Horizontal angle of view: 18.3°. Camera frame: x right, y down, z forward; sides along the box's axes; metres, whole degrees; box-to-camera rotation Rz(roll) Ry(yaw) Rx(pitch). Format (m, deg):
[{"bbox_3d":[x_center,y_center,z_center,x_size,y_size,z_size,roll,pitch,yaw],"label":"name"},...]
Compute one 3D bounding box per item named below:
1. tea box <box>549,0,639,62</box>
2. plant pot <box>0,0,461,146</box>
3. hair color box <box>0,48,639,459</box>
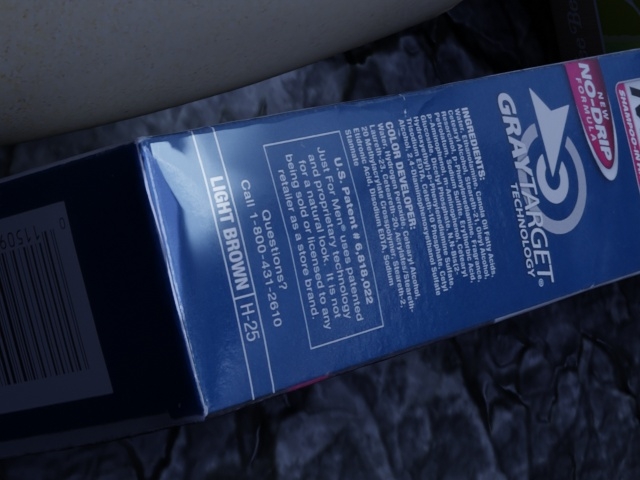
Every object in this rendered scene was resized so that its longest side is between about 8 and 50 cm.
[{"bbox_3d":[0.343,-0.184,1.107,0.329,0.323,0.220,-24,107,-36],"label":"tea box"},{"bbox_3d":[-0.111,-0.142,0.744,0.274,0.256,0.256,-32,104,-30],"label":"plant pot"},{"bbox_3d":[0.000,0.000,0.854,0.347,0.174,0.105,-15,92,-48],"label":"hair color box"}]
